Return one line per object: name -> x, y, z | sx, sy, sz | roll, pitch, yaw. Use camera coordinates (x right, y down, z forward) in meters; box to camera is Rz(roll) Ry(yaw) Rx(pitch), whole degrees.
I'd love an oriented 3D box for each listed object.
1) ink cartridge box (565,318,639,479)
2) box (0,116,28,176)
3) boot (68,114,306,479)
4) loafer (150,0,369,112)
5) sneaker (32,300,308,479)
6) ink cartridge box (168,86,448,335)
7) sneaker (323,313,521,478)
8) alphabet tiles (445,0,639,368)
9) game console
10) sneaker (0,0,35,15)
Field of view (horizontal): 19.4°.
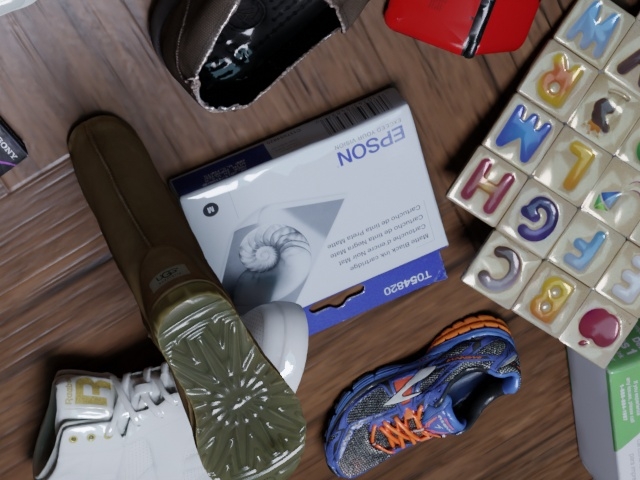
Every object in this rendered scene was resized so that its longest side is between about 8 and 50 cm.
ink cartridge box -> 0.399, 0.133, 1.883 | 0.278, 0.117, 0.201 | -19, 124, -10
box -> -0.336, -0.066, 1.523 | 0.162, 0.029, 0.116 | -37, 126, 1
boot -> -0.111, 0.049, 1.536 | 0.089, 0.269, 0.236 | -23, 128, -9
loafer -> 0.017, -0.223, 1.463 | 0.134, 0.130, 0.366 | 28, 121, -32
sneaker -> -0.146, 0.145, 1.652 | 0.169, 0.108, 0.292 | 19, 129, -29
ink cartridge box -> 0.000, 0.000, 1.687 | 0.223, 0.045, 0.224 | -24, 126, -6
sneaker -> 0.098, 0.158, 1.798 | 0.221, 0.087, 0.083 | -37, 126, 3
alphabet tiles -> 0.290, -0.063, 1.717 | 0.285, 0.011, 0.342 | 32, 96, -18
game console -> 0.137, -0.238, 1.614 | 0.124, 0.085, 0.144 | 21, 114, 3
sneaker -> -0.235, -0.241, 1.428 | 0.229, 0.087, 0.092 | -41, 133, 15
